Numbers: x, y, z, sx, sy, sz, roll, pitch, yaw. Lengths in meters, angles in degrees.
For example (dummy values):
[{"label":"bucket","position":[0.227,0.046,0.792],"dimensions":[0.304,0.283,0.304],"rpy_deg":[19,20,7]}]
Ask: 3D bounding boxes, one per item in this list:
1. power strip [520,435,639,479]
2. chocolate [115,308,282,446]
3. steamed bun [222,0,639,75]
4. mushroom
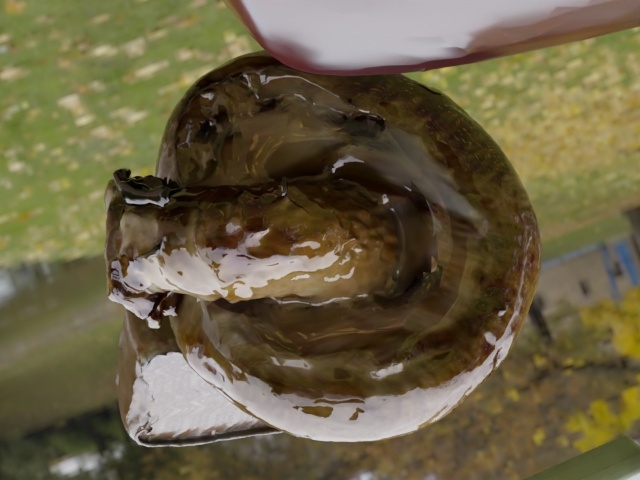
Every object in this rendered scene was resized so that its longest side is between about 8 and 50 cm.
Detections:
[{"label":"power strip","position":[0.188,0.265,1.406],"dimensions":[0.270,0.046,0.118],"rpy_deg":[-18,132,-26]},{"label":"chocolate","position":[-0.070,0.101,1.392],"dimensions":[0.214,0.093,0.148],"rpy_deg":[-6,141,-20]},{"label":"steamed bun","position":[0.053,-0.183,0.513],"dimensions":[0.235,0.248,0.379],"rpy_deg":[-8,170,5]},{"label":"mushroom","position":[-0.010,0.000,1.059],"dimensions":[0.283,0.263,0.195],"rpy_deg":[9,172,-22]}]
